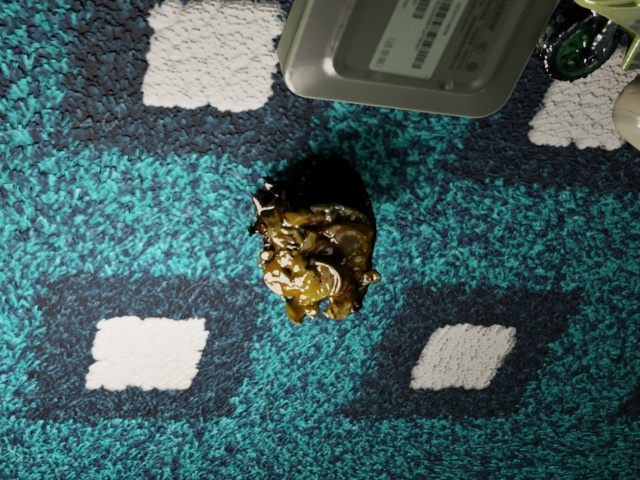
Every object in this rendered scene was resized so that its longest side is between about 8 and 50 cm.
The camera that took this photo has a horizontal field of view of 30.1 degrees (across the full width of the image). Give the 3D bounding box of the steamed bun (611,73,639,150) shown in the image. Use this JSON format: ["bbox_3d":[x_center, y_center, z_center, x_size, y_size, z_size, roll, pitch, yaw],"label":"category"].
[{"bbox_3d":[0.569,-0.195,1.907,0.228,0.177,0.131,30,91,-41],"label":"steamed bun"}]

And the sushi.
[{"bbox_3d":[-0.007,0.003,1.892,0.200,0.204,0.213,-16,132,5],"label":"sushi"}]

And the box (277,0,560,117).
[{"bbox_3d":[0.157,-0.342,1.672,0.373,0.090,0.367,4,134,-21],"label":"box"}]

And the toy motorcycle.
[{"bbox_3d":[0.501,-0.366,1.702,0.410,0.169,0.237,-22,152,-10],"label":"toy motorcycle"}]
